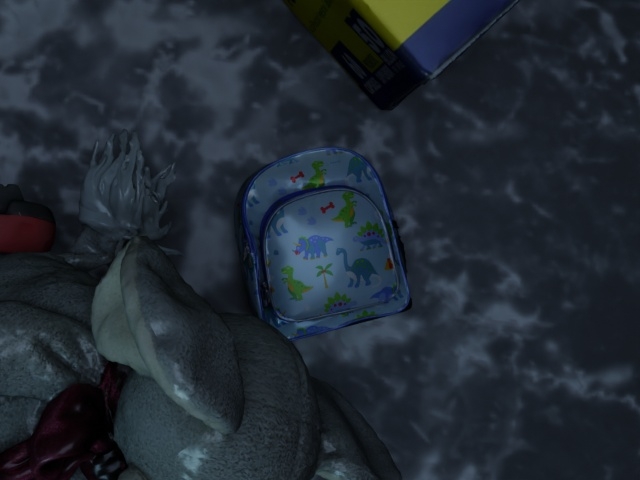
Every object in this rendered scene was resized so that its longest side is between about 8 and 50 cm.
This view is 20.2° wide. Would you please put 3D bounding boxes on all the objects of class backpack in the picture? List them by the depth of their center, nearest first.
[{"bbox_3d":[0.000,0.000,1.132,0.105,0.084,0.114,-14,87,-8],"label":"backpack"}]

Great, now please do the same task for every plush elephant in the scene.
[{"bbox_3d":[-0.107,0.116,0.991,0.272,0.255,0.330,33,83,-44],"label":"plush elephant"}]

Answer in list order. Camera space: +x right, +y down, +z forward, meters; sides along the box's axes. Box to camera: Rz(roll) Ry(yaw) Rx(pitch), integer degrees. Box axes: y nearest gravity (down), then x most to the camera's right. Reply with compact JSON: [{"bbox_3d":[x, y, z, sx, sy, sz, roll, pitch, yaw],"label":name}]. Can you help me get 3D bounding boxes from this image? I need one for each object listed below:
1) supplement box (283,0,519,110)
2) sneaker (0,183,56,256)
[{"bbox_3d":[0.001,-0.278,1.084,0.195,0.194,0.356,-42,92,-5],"label":"supplement box"},{"bbox_3d":[-0.300,0.037,1.094,0.276,0.097,0.135,-1,82,-6],"label":"sneaker"}]
